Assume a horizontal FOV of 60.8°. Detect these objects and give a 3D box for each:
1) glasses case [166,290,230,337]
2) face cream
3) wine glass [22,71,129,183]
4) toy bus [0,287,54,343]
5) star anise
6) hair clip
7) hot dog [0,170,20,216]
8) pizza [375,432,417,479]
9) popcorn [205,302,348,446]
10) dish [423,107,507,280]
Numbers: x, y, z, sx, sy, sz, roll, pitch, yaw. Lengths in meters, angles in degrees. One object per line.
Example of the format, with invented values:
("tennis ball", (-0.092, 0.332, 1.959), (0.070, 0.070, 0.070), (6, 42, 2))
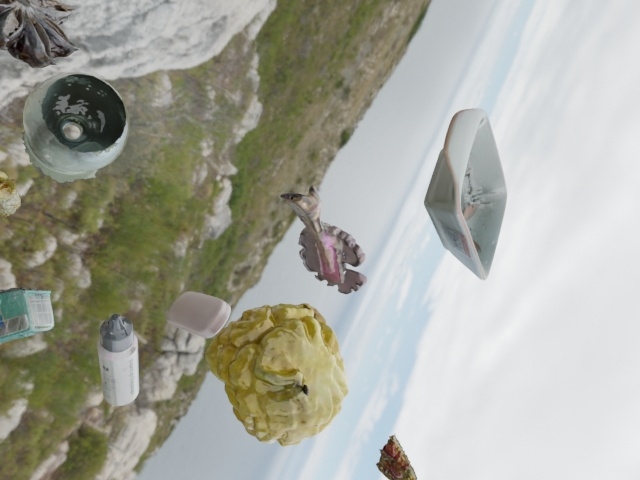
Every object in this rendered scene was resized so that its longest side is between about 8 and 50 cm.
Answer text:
("glasses case", (-0.357, 0.211, 1.576), (0.297, 0.075, 0.113), (2, -127, 54))
("face cream", (-0.478, 0.275, 1.290), (0.092, 0.092, 0.311), (-57, 167, -47))
("wine glass", (-0.581, -0.266, 1.292), (0.323, 0.238, 0.237), (0, -120, 61))
("toy bus", (-0.624, 0.150, 0.990), (0.091, 0.262, 0.109), (36, 38, -80))
("star anise", (-0.584, -0.429, 1.032), (0.109, 0.235, 0.223), (-27, 158, 30))
("hair clip", (0.004, -0.006, 1.115), (0.069, 0.173, 0.300), (-51, 142, -23))
("hot dog", (-0.586, -0.094, 0.988), (0.061, 0.078, 0.169), (-60, -168, -21))
("pizza", (0.132, 0.427, 1.035), (0.029, 0.100, 0.099), (-9, 156, -35))
("popcorn", (-0.119, 0.325, 1.345), (0.382, 0.349, 0.348), (-22, -151, 46))
("dish", (0.184, -0.065, 0.712), (0.234, 0.064, 0.153), (53, 52, -50))
